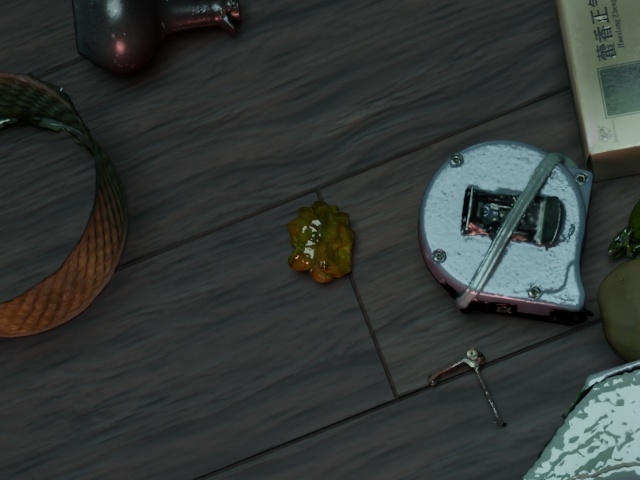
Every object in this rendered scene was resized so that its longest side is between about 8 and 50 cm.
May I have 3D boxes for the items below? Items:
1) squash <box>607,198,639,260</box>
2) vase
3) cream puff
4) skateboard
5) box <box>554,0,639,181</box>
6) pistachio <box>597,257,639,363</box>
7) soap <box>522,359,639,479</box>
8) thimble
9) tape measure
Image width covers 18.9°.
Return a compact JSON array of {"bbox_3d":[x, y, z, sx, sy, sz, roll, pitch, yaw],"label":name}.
[{"bbox_3d":[0.432,-0.063,1.938,0.318,0.080,0.071,-20,26,15],"label":"squash"},{"bbox_3d":[-0.178,-0.246,2.107,0.183,0.120,0.120,-6,71,-7],"label":"vase"},{"bbox_3d":[0.000,0.000,2.019,0.083,0.058,0.083,35,80,16],"label":"cream puff"},{"bbox_3d":[0.153,0.159,1.961,0.064,0.032,0.083,-30,68,10],"label":"skateboard"},{"bbox_3d":[0.341,-0.184,2.000,0.168,0.095,0.212,-11,71,9],"label":"box"},{"bbox_3d":[0.375,0.076,1.890,0.206,0.131,0.129,7,44,15],"label":"pistachio"},{"bbox_3d":[0.308,0.350,1.807,0.261,0.156,0.446,-17,70,5],"label":"soap"},{"bbox_3d":[-0.342,-0.036,2.043,0.270,0.150,0.271,-3,73,9],"label":"thimble"},{"bbox_3d":[0.189,-0.011,1.967,0.181,0.107,0.182,2,76,4],"label":"tape measure"}]
